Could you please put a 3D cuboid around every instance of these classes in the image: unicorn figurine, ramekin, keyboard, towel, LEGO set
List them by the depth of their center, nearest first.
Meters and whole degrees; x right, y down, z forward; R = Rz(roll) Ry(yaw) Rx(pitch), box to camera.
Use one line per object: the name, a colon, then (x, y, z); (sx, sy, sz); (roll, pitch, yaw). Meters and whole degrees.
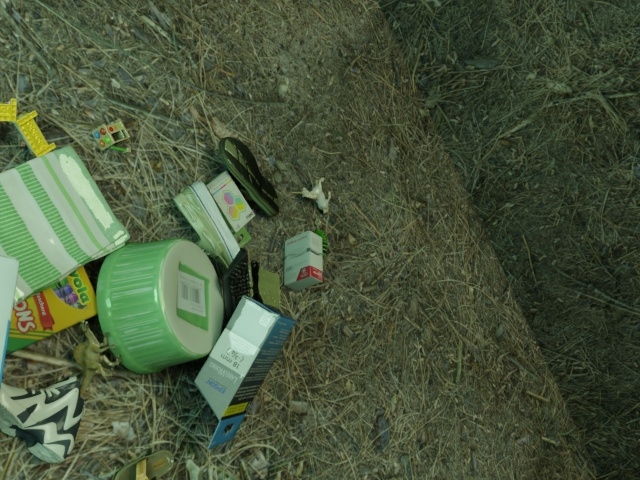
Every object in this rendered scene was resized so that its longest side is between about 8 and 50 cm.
towel: (-0.555, -0.039, 1.400); (0.248, 0.038, 0.325); (60, 36, -9)
LEGO set: (-0.668, -0.237, 1.467); (0.287, 0.107, 0.132); (24, 89, -50)
ramekin: (-0.344, 0.139, 1.561); (0.303, 0.148, 0.304); (-13, 90, -70)
keyboard: (-0.190, 0.153, 1.775); (0.202, 0.033, 0.317); (-63, 160, -47)
towel: (-0.166, 0.133, 1.974); (0.148, 0.027, 0.110); (20, 59, -48)
unicorn figurine: (-0.010, -0.152, 2.298); (0.162, 0.060, 0.111); (46, 41, -29)

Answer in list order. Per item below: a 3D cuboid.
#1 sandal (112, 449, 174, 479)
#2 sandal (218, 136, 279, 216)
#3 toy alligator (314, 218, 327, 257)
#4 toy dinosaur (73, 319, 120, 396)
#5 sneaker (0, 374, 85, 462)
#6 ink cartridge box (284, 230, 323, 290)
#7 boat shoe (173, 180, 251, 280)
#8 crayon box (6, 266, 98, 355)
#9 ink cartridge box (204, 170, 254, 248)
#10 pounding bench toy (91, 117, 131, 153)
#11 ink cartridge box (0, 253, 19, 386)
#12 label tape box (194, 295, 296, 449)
sandal: (-0.374, 0.500, 1.490); (0.180, 0.049, 0.072); (-21, 90, -55)
sandal: (-0.217, -0.169, 2.023); (0.303, 0.086, 0.120); (57, 28, -42)
toy alligator: (0.000, 0.000, 2.241); (0.056, 0.051, 0.190); (37, 46, -37)
toy dinosaur: (-0.466, 0.250, 1.437); (0.053, 0.092, 0.183); (-61, 158, -82)
sneaker: (-0.541, 0.299, 1.334); (0.235, 0.094, 0.153); (50, 38, -26)
ink cartridge box: (-0.051, 0.061, 2.091); (0.063, 0.109, 0.151); (28, 52, -42)
boat shoe: (-0.284, -0.007, 1.843); (0.094, 0.109, 0.302); (-29, 99, -10)
crayon box: (-0.578, 0.098, 1.399); (0.318, 0.081, 0.202); (-28, 96, -55)
ink cartridge box: (-0.252, -0.077, 1.936); (0.209, 0.062, 0.109); (60, 36, -14)
pounding bench toy: (-0.504, -0.243, 1.695); (0.065, 0.052, 0.083); (-40, 106, -53)
ink cartridge box: (-0.625, 0.158, 1.110); (0.129, 0.307, 0.223); (22, 56, -44)
label tape box: (-0.196, 0.308, 1.652); (0.334, 0.105, 0.240); (-61, 169, -5)
